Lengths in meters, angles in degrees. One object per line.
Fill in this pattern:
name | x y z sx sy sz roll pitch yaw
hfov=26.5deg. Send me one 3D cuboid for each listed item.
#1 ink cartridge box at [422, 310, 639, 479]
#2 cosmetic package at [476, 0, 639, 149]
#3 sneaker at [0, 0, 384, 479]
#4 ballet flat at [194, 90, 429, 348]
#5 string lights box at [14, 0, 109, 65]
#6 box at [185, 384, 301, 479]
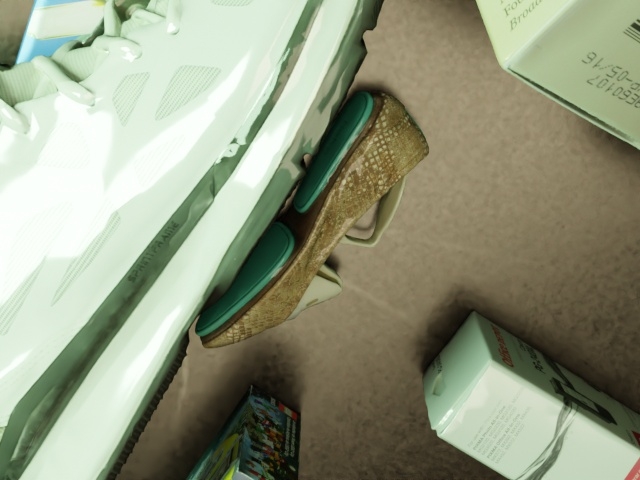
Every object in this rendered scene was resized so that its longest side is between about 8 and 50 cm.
ink cartridge box | 0.148 0.121 0.891 0.150 0.109 0.063 32 102 -8
cosmetic package | 0.141 -0.215 0.679 0.113 0.309 0.160 23 128 -35
sneaker | -0.146 -0.074 0.729 0.257 0.169 0.447 28 104 -11
ballet flat | 0.000 0.000 0.884 0.067 0.073 0.206 32 105 -22
string lights box | -0.127 -0.082 0.856 0.133 0.077 0.259 18 103 -6
box | -0.094 0.221 0.885 0.044 0.159 0.233 33 101 -6
